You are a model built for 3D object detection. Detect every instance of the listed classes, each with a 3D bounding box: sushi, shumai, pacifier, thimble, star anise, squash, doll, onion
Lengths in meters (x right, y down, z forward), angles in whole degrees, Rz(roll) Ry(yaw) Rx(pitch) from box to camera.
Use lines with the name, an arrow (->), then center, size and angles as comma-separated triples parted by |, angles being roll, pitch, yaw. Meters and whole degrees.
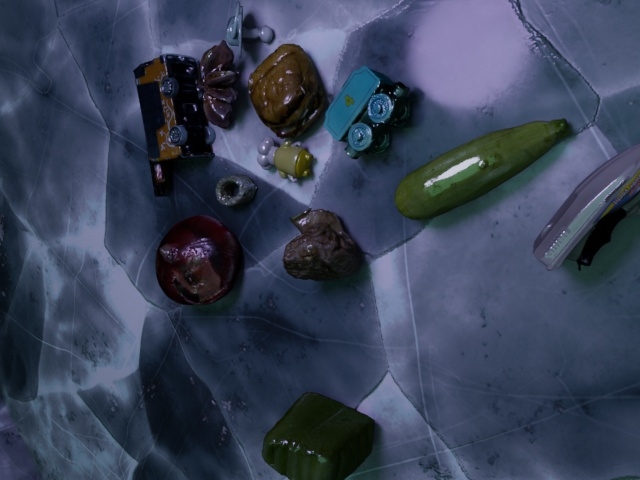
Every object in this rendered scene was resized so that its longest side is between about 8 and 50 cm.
sushi -> -0.472, -0.230, 1.524 | 0.031, 0.139, 0.201 | -7, 96, -1
shumai -> 0.000, 0.000, 1.236 | 0.166, 0.206, 0.176 | -15, 69, 27
pacifier -> -0.177, -0.528, 1.292 | 0.116, 0.150, 0.127 | 0, 123, -5
thimble -> -0.230, -0.138, 1.413 | 0.109, 0.062, 0.085 | -4, 97, 33
star anise -> -0.266, -0.402, 1.350 | 0.229, 0.092, 0.237 | 44, 139, 52
squash -> 0.312, -0.145, 1.046 | 0.370, 0.118, 0.118 | -26, 85, 30
doll -> -0.094, -0.210, 1.316 | 0.162, 0.062, 0.106 | 21, 113, 25
onion -> -0.366, 0.058, 1.457 | 0.271, 0.195, 0.272 | -2, 85, 27

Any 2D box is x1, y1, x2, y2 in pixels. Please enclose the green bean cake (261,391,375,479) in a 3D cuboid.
green bean cake -> -0.008, 0.494, 1.277 | 0.222, 0.248, 0.125 | 15, 107, 32

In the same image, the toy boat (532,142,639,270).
toy boat -> 0.509, -0.049, 0.932 | 0.269, 0.140, 0.141 | -44, 75, 27

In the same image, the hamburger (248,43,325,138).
hamburger -> -0.089, -0.360, 1.250 | 0.183, 0.130, 0.206 | -33, 79, 29

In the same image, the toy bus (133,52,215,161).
toy bus -> -0.409, -0.363, 1.442 | 0.167, 0.138, 0.276 | -2, 100, 34

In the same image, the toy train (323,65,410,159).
toy train -> 0.105, -0.287, 1.157 | 0.154, 0.107, 0.198 | 50, 120, 23
